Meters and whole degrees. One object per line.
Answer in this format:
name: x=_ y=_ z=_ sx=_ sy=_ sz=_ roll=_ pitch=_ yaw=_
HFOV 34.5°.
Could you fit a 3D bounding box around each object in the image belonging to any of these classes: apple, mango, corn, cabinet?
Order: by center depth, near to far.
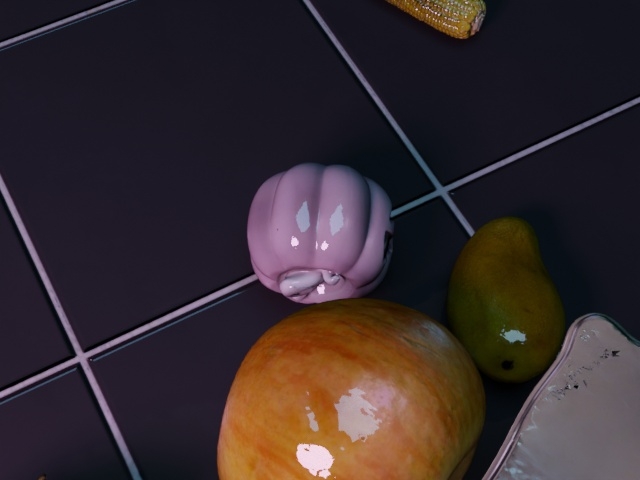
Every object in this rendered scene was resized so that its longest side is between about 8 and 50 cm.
cabinet: x=0.293 y=0.280 z=0.960 sx=0.290 sy=0.318 sz=0.227 roll=30 pitch=65 yaw=16
apple: x=0.027 y=0.195 z=1.035 sx=0.233 sy=0.286 sz=0.286 roll=29 pitch=63 yaw=18
mango: x=0.216 y=0.066 z=1.211 sx=0.136 sy=0.099 sz=0.227 roll=1 pitch=52 yaw=5
corn: x=0.144 y=-0.353 z=1.469 sx=0.203 sy=0.072 sz=0.072 roll=34 pitch=65 yaw=19

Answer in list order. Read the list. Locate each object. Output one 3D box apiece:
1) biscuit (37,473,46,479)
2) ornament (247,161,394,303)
biscuit: x=-0.298 y=0.409 z=0.971 sx=0.268 sy=0.115 sz=0.366 roll=-3 pitch=64 yaw=7
ornament: x=0.000 y=0.000 z=1.202 sx=0.178 sy=0.177 sz=0.177 roll=0 pitch=60 yaw=-1
